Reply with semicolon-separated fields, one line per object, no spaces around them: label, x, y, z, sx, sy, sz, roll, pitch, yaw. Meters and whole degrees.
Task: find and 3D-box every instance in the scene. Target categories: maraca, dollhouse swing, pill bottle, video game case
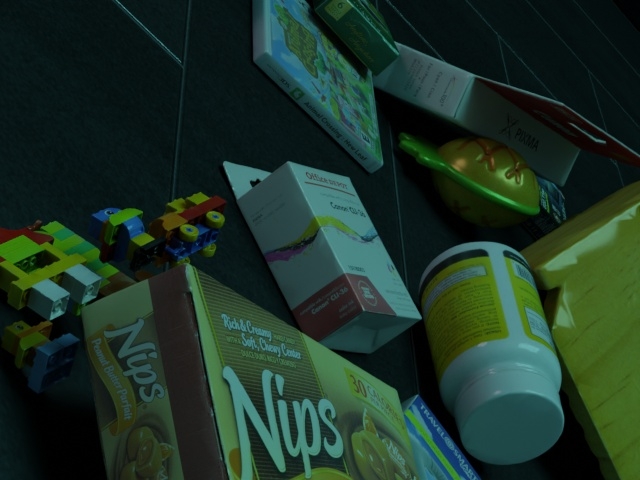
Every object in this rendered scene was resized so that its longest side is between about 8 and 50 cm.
maraca;0.174;-0.077;2.001;0.186;0.099;0.127;26;12;-6
dollhouse swing;0.321;0.143;1.944;0.315;0.305;0.346;-30;98;-31
pill bottle;0.167;0.109;1.666;0.119;0.119;0.208;40;25;-33
video game case;-0.004;-0.195;1.895;0.193;0.023;0.212;42;24;-28

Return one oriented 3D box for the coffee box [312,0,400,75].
coffee box;0.035;-0.268;2.025;0.113;0.040;0.184;45;12;-20

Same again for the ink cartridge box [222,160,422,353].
ink cartridge box;0.000;0.000;1.548;0.115;0.067;0.198;12;46;-60

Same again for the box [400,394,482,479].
box;0.083;0.203;1.453;0.109;0.042;0.178;54;22;-1

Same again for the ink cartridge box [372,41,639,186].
ink cartridge box;0.241;-0.134;2.080;0.261;0.066;0.296;26;2;37

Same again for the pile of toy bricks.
pile of toy bricks;-0.164;0.019;1.159;0.105;0.118;0.212;32;32;21

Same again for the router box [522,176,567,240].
router box;0.286;-0.052;2.269;0.092;0.038;0.122;45;23;-22

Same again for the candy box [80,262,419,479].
candy box;-0.028;0.155;1.147;0.316;0.088;0.183;35;36;-56
